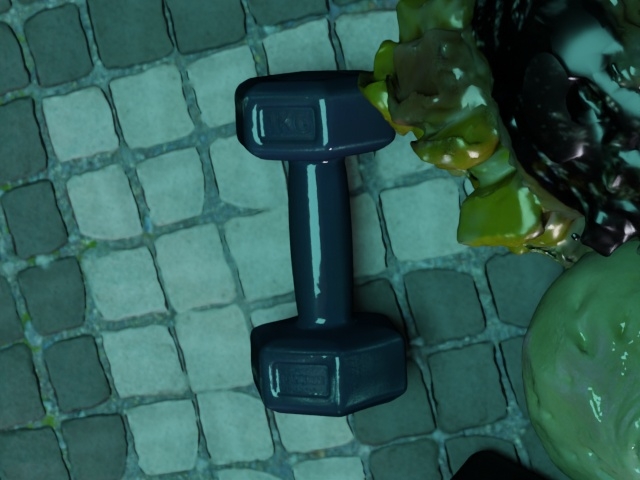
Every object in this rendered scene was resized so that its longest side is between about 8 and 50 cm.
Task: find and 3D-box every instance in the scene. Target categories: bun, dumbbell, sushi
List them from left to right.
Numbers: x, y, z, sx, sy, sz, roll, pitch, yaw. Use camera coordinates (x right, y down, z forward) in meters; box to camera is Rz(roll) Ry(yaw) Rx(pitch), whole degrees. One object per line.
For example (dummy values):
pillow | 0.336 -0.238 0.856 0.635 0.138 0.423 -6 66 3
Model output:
dumbbell | 0.000 0.000 1.690 0.144 0.156 0.316 -5 101 -8
sushi | 0.227 -0.114 1.497 0.285 0.328 0.328 -32 103 38
bun | 0.299 0.127 1.578 0.283 0.179 0.283 4 101 23

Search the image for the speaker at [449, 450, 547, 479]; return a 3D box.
speaker | 0.255 0.375 1.652 0.388 0.180 0.184 28 115 14
